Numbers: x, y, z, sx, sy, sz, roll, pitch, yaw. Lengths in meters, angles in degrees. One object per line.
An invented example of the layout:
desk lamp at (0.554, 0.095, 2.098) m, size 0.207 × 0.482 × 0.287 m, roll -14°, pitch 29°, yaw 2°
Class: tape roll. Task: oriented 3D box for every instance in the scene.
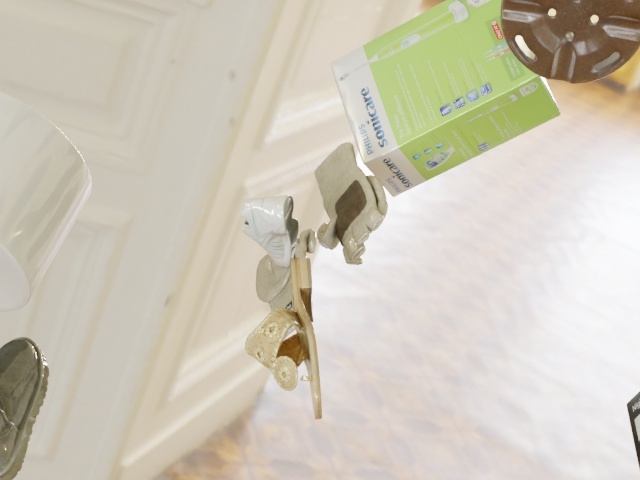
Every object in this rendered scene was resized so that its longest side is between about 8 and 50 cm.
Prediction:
tape roll at (-0.421, -0.050, 1.373) m, size 0.246 × 0.246 × 0.169 m, roll 23°, pitch 57°, yaw 2°

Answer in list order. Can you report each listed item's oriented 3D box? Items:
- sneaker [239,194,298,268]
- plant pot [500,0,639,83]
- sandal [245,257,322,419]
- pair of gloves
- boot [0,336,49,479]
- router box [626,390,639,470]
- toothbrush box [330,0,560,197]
sneaker at (-0.060, -0.014, 1.374) m, size 0.061 × 0.152 × 0.054 m, roll 6°, pitch 63°, yaw 8°
plant pot at (0.236, -0.232, 1.032) m, size 0.167 × 0.167 × 0.165 m, roll 23°, pitch 39°, yaw 1°
sandal at (-0.044, 0.109, 1.257) m, size 0.079 × 0.088 × 0.240 m, roll -3°, pitch 38°, yaw -2°
pair of gloves at (0.000, 0.000, 1.541) m, size 0.042 × 0.240 × 0.204 m, roll 29°, pitch 19°, yaw -31°
boot at (-0.365, 0.132, 1.159) m, size 0.208 × 0.076 × 0.190 m, roll 56°, pitch 22°, yaw -45°
router box at (0.280, 0.115, 0.750) m, size 0.046 × 0.179 × 0.133 m, roll 20°, pitch 41°, yaw -16°
toothbrush box at (0.182, -0.228, 1.699) m, size 0.122 × 0.283 × 0.206 m, roll 43°, pitch 25°, yaw -54°
